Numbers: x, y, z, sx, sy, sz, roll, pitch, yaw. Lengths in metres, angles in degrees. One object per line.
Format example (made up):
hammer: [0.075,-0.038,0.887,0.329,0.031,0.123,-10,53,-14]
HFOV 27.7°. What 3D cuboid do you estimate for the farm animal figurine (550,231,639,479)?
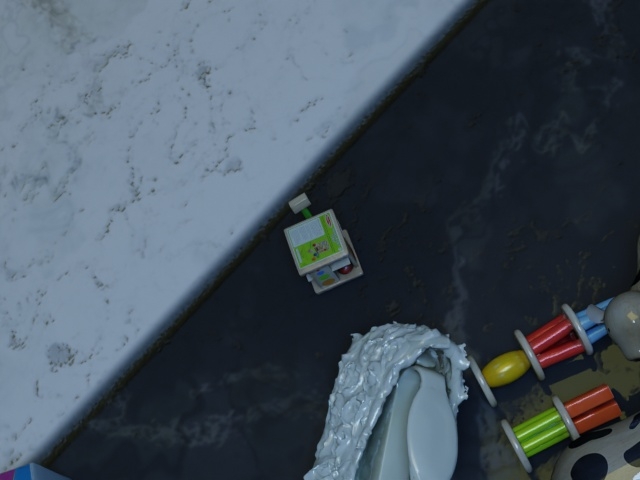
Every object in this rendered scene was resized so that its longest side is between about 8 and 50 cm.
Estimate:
farm animal figurine: [0.301,0.130,1.016,0.327,0.172,0.330,-43,42,-3]

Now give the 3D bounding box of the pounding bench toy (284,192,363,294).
pounding bench toy: [0.000,0.000,1.274,0.052,0.065,0.083,-24,63,7]

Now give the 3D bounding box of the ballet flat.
ballet flat: [0.045,0.254,1.099,0.147,0.147,0.409,4,69,19]

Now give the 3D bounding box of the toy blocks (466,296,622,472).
toy blocks: [0.222,0.122,1.163,0.148,0.054,0.123,-29,62,4]

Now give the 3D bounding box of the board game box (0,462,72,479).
board game box: [-0.369,0.364,1.221,0.303,0.097,0.224,-20,65,8]
